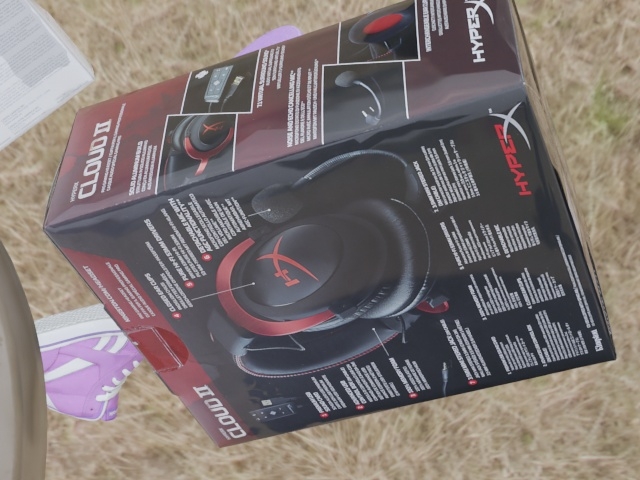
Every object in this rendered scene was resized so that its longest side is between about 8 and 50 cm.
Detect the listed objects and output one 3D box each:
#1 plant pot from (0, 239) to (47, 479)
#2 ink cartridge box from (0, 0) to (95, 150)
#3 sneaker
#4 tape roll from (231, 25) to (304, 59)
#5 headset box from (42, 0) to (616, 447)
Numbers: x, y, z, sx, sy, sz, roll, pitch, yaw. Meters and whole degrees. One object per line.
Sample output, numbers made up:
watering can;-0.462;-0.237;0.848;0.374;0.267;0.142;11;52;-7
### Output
plant pot;-0.249;0.061;0.275;0.323;0.280;0.323;1;83;-7
ink cartridge box;-0.389;-0.213;1.203;0.181;0.225;0.056;-36;39;2
sneaker;-0.276;0.166;1.510;0.282;0.102;0.161;-13;104;17
tape roll;-0.100;-0.177;1.547;0.090;0.275;0.275;43;80;-25
headset box;0.000;0.000;0.632;0.293;0.218;0.110;-16;42;17
